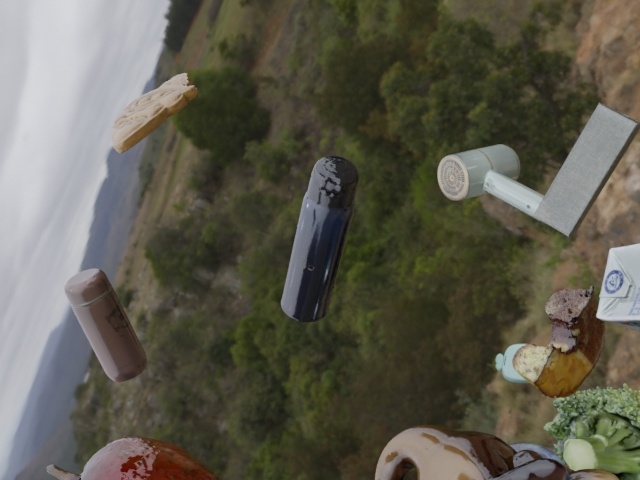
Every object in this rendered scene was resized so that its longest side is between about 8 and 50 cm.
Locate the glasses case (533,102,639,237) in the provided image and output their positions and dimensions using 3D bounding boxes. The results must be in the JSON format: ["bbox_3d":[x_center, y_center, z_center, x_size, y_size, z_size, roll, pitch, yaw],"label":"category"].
[{"bbox_3d":[0.422,-0.109,1.218,0.047,0.071,0.205,-11,-49,-57],"label":"glasses case"}]

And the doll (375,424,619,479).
[{"bbox_3d":[0.239,0.370,1.025,0.318,0.339,0.209,-23,50,39],"label":"doll"}]

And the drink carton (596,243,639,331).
[{"bbox_3d":[0.460,0.055,0.856,0.315,0.130,0.107,158,130,-74],"label":"drink carton"}]

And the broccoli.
[{"bbox_3d":[0.594,0.406,1.545,0.288,0.260,0.235,-16,44,43],"label":"broccoli"}]

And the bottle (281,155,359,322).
[{"bbox_3d":[0.000,0.000,1.075,0.082,0.072,0.244,-68,-7,-55],"label":"bottle"}]

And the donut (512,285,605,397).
[{"bbox_3d":[0.452,0.203,1.459,0.217,0.141,0.085,-49,32,-19],"label":"donut"}]

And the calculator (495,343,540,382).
[{"bbox_3d":[0.478,0.290,1.824,0.153,0.021,0.095,-5,63,46],"label":"calculator"}]

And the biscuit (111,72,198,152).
[{"bbox_3d":[-0.278,-0.215,1.262,0.162,0.035,0.250,-18,31,27],"label":"biscuit"}]

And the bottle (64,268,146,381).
[{"bbox_3d":[-0.259,0.103,0.930,0.053,0.053,0.140,-90,-19,-66],"label":"bottle"}]

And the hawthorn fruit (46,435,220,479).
[{"bbox_3d":[-0.232,0.344,0.963,0.215,0.249,0.215,-54,-6,-8],"label":"hawthorn fruit"}]

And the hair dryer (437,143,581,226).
[{"bbox_3d":[0.432,-0.101,1.671,0.357,0.173,0.107,41,137,46],"label":"hair dryer"}]

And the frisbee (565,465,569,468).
[{"bbox_3d":[0.642,0.597,1.792,0.035,0.192,0.192,-47,23,22],"label":"frisbee"}]
